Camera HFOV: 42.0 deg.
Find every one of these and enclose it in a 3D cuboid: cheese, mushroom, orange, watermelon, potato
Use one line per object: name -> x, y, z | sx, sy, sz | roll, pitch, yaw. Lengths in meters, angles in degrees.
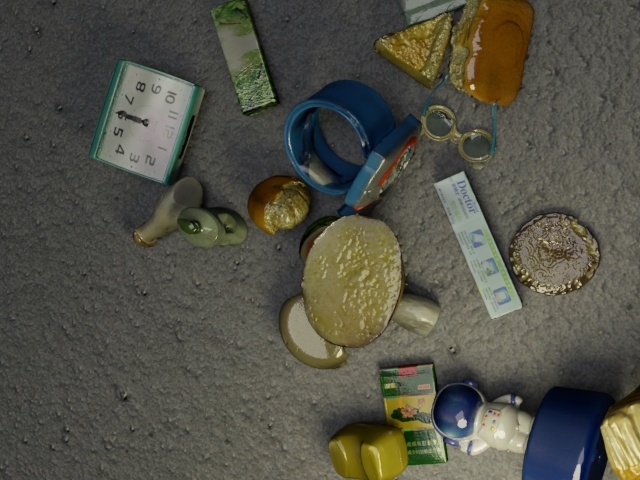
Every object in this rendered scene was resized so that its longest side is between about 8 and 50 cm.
cheese -> -0.006, 0.216, 1.993 | 0.175, 0.091, 0.202 | -25, 87, 14
mushroom -> -0.381, -0.069, 2.086 | 0.225, 0.116, 0.093 | -38, 65, 32
mushroom -> 0.166, 0.158, 1.948 | 0.223, 0.092, 0.081 | 12, 52, 11
orange -> -0.095, -0.082, 1.983 | 0.157, 0.134, 0.156 | -4, 48, 4
watermelon -> -0.011, -0.003, 1.981 | 0.087, 0.069, 0.163 | 49, 120, 23
potato -> 0.081, 0.092, 1.892 | 0.239, 0.116, 0.299 | 8, 88, 18

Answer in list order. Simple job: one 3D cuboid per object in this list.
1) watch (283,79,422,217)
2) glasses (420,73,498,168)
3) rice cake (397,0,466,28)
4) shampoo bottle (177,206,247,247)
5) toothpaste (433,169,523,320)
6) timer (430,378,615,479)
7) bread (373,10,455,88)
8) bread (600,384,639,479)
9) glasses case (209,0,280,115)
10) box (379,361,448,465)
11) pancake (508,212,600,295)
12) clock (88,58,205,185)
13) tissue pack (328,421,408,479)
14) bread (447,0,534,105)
watch -> 0.054, -0.203, 1.914 | 0.274, 0.241, 0.305 | 37, 133, 9
glasses -> 0.324, -0.283, 1.843 | 0.190, 0.220, 0.088 | 33, 62, 11
rice cake -> 0.279, -0.577, 1.917 | 0.211, 0.038, 0.124 | -14, 88, 16
shampoo bottle -> -0.265, -0.032, 1.980 | 0.118, 0.234, 0.087 | 32, 100, 12
toothpaste -> 0.361, 0.009, 1.898 | 0.081, 0.067, 0.336 | -24, 85, 15
timer -> 0.422, 0.417, 1.822 | 0.384, 0.270, 0.270 | 13, 95, 28
bread -> 0.208, -0.453, 1.888 | 0.160, 0.140, 0.169 | 19, 93, 3
bread -> 0.730, 0.355, 1.674 | 0.389, 0.236, 0.183 | -20, 76, -27
glasses case -> -0.183, -0.447, 2.036 | 0.095, 0.062, 0.272 | -17, 88, 9
box -> 0.219, 0.410, 1.965 | 0.132, 0.034, 0.235 | -9, 90, 16
pancake -> 0.525, 0.031, 1.877 | 0.199, 0.021, 0.199 | 0, 91, 15
clock -> -0.427, -0.294, 2.088 | 0.231, 0.116, 0.262 | 20, 98, 9
tissue pack -> 0.118, 0.486, 1.930 | 0.178, 0.127, 0.123 | -7, 98, 50
bread -> 0.375, -0.423, 1.833 | 0.174, 0.121, 0.245 | 11, 91, -26
